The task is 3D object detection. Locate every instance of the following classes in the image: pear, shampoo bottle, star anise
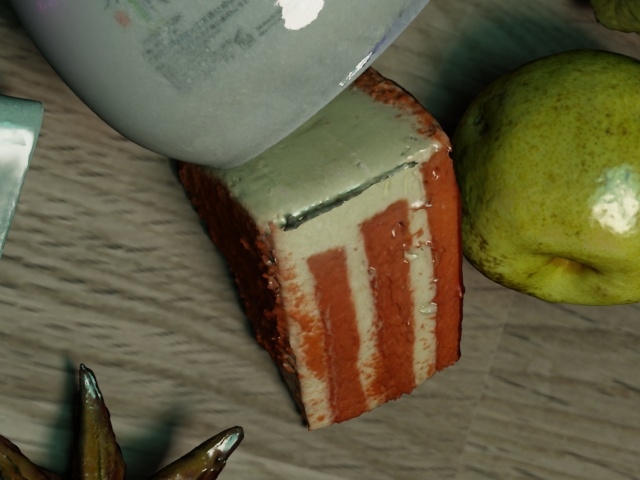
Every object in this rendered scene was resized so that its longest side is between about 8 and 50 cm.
[{"bbox_3d":[0.191,-0.053,1.448,0.197,0.197,0.197,-4,100,-24],"label":"pear"},{"bbox_3d":[-0.075,-0.207,1.255,0.273,0.273,0.266,-43,102,-13],"label":"shampoo bottle"},{"bbox_3d":[-0.157,0.226,1.396,0.272,0.102,0.272,1,79,-4],"label":"star anise"}]

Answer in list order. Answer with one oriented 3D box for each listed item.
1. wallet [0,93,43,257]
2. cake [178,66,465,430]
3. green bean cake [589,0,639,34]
[{"bbox_3d":[-0.337,0.013,1.294,0.251,0.054,0.290,16,97,-22],"label":"wallet"},{"bbox_3d":[0.000,0.000,1.447,0.158,0.159,0.262,-27,143,-16],"label":"cake"},{"bbox_3d":[0.326,-0.250,1.509,0.236,0.124,0.233,11,91,-25],"label":"green bean cake"}]
